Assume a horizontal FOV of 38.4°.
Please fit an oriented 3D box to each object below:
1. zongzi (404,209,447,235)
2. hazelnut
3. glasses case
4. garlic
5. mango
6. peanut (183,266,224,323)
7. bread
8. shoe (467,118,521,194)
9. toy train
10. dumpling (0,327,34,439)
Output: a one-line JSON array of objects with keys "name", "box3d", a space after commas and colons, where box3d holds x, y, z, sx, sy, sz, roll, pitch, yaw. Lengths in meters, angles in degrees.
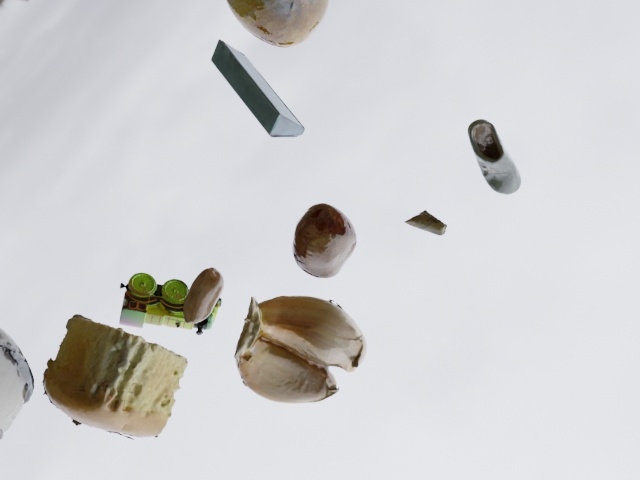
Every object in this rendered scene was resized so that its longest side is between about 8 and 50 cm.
[{"name": "zongzi", "box3d": [0.246, -0.035, 2.137, 0.076, 0.083, 0.040, 35, -60, 27]}, {"name": "hazelnut", "box3d": [0.000, 0.000, 1.933, 0.143, 0.143, 0.154, -95, -160, -56]}, {"name": "glasses case", "box3d": [-0.142, -0.320, 1.989, 0.056, 0.105, 0.266, -45, -121, 14]}, {"name": "garlic", "box3d": [-0.058, 0.271, 2.315, 0.249, 0.313, 0.286, 147, -40, -76]}, {"name": "mango", "box3d": [-0.090, -0.490, 1.585, 0.193, 0.316, 0.146, -24, -164, -13]}, {"name": "peanut", "box3d": [-0.290, 0.137, 2.261, 0.076, 0.076, 0.152, 7, -113, 57]}, {"name": "bread", "box3d": [-0.402, 0.269, 1.761, 0.162, 0.262, 0.204, 120, -11, -79]}, {"name": "shoe", "box3d": [0.399, -0.187, 2.121, 0.079, 0.195, 0.078, -25, -170, 15]}, {"name": "toy train", "box3d": [-0.434, 0.188, 2.651, 0.100, 0.296, 0.160, 114, -18, -50]}, {"name": "dumpling", "box3d": [-0.564, 0.193, 1.478, 0.163, 0.292, 0.204, -24, -136, -15]}]
